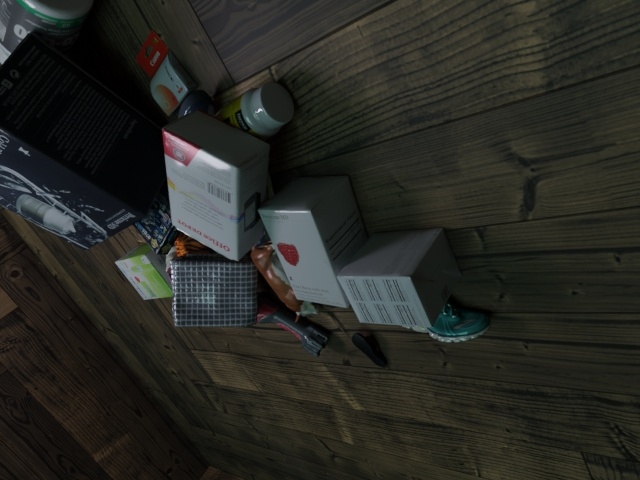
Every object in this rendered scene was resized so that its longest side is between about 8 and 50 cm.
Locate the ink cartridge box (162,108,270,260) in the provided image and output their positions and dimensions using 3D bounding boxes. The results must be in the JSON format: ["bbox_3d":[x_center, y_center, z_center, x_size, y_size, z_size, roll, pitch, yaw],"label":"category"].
[{"bbox_3d":[-0.255,-0.131,1.185,0.226,0.131,0.306,29,139,16],"label":"ink cartridge box"}]

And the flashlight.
[{"bbox_3d":[-0.120,0.298,1.674,0.304,0.103,0.103,31,166,12],"label":"flashlight"}]

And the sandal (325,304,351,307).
[{"bbox_3d":[0.094,0.157,1.399,0.219,0.090,0.060,-18,135,39],"label":"sandal"}]

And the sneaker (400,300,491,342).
[{"bbox_3d":[0.293,0.183,1.231,0.275,0.107,0.110,9,120,34],"label":"sneaker"}]

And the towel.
[{"bbox_3d":[-0.343,0.163,1.559,0.284,0.121,0.235,0,105,-10],"label":"towel"}]

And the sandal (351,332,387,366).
[{"bbox_3d":[0.158,0.342,1.536,0.067,0.040,0.179,0,139,46],"label":"sandal"}]

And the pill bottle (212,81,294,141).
[{"bbox_3d":[-0.166,-0.294,1.162,0.208,0.119,0.119,-15,114,46],"label":"pill bottle"}]

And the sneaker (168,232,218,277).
[{"bbox_3d":[-0.470,0.021,1.647,0.125,0.180,0.321,-22,109,47],"label":"sneaker"}]

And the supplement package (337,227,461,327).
[{"bbox_3d":[0.191,0.086,1.149,0.203,0.194,0.149,-4,121,42],"label":"supplement package"}]

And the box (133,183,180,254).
[{"bbox_3d":[-0.546,-0.087,1.603,0.220,0.051,0.175,43,108,25],"label":"box"}]

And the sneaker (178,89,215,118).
[{"bbox_3d":[-0.306,-0.259,1.313,0.131,0.112,0.319,42,150,16],"label":"sneaker"}]

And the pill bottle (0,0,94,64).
[{"bbox_3d":[-0.770,-0.606,1.314,0.361,0.204,0.204,-21,110,48],"label":"pill bottle"}]

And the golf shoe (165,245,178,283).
[{"bbox_3d":[-0.497,0.171,1.800,0.115,0.140,0.306,-20,120,7],"label":"golf shoe"}]

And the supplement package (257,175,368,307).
[{"bbox_3d":[0.000,0.000,1.243,0.177,0.175,0.293,4,127,38],"label":"supplement package"}]

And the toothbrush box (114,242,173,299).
[{"bbox_3d":[-0.675,0.121,1.955,0.283,0.122,0.206,-9,118,45],"label":"toothbrush box"}]

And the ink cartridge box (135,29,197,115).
[{"bbox_3d":[-0.431,-0.448,1.301,0.179,0.045,0.145,50,140,-13],"label":"ink cartridge box"}]

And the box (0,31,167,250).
[{"bbox_3d":[-0.763,-0.247,1.422,0.480,0.297,0.472,-18,138,44],"label":"box"}]

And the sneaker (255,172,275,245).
[{"bbox_3d":[-0.194,-0.117,1.341,0.111,0.121,0.300,-4,122,41],"label":"sneaker"}]

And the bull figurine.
[{"bbox_3d":[-0.091,0.122,1.491,0.310,0.101,0.188,49,136,-11],"label":"bull figurine"}]
